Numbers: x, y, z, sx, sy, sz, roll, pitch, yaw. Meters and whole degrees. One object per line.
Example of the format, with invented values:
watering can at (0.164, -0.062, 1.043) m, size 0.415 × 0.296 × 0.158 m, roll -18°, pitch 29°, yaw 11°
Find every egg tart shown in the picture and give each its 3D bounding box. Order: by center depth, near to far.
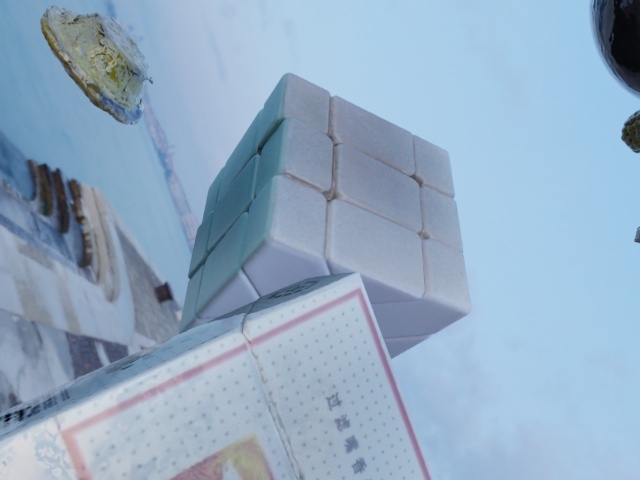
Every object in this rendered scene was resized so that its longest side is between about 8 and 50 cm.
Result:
egg tart at (-0.383, -0.320, 0.992) m, size 0.241 × 0.106 × 0.241 m, roll 57°, pitch 8°, yaw -12°

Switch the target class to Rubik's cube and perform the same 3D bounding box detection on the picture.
Rubik's cube at (0.000, 0.000, 0.871) m, size 0.322 × 0.319 × 0.315 m, roll -45°, pitch -147°, yaw 44°

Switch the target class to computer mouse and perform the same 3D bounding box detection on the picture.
computer mouse at (0.363, -0.288, 0.646) m, size 0.137 × 0.087 × 0.269 m, roll -67°, pitch 149°, yaw -78°

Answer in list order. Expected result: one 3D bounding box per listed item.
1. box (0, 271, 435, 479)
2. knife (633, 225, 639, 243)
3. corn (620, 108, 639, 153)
box at (-0.089, 0.174, 0.354) m, size 0.095 × 0.331 × 0.210 m, roll -12°, pitch -81°, yaw 61°
knife at (0.744, 0.014, 1.039) m, size 0.043 × 0.089 × 0.365 m, roll 49°, pitch -5°, yaw -19°
corn at (0.509, -0.152, 0.640) m, size 0.320 × 0.097 × 0.096 m, roll -2°, pitch -73°, yaw 64°
